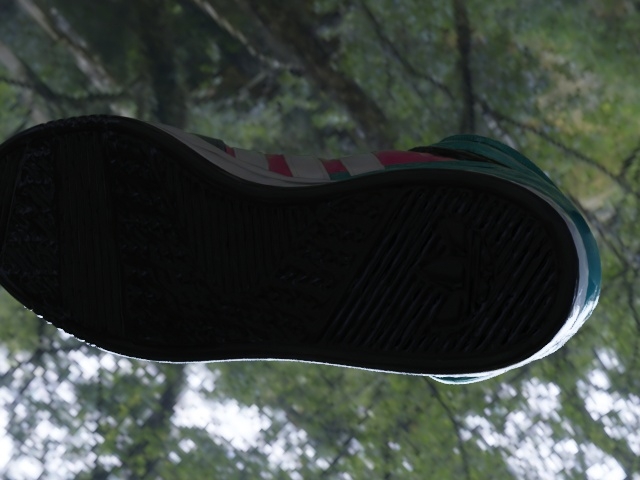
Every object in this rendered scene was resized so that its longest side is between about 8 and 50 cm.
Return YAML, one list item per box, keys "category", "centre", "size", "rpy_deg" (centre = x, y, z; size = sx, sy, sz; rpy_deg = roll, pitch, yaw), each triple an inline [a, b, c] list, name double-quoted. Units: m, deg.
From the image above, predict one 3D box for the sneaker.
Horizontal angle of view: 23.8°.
- category: "sneaker"
  centre: [0.000, 0.000, 0.723]
  size: [0.296, 0.178, 0.123]
  rpy_deg: [9, -88, 24]
